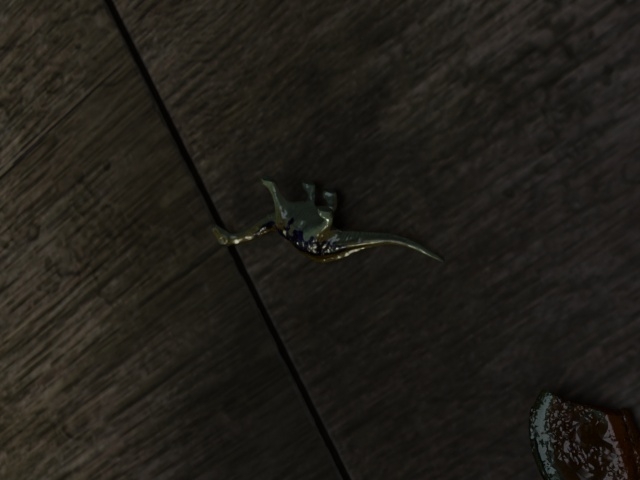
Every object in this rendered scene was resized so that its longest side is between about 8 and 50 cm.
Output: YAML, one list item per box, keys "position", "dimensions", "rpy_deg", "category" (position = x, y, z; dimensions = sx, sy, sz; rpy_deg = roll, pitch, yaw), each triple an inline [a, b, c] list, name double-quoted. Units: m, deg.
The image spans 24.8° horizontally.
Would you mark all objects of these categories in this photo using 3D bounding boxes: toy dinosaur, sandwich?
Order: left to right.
- position: [-0.003, -0.014, 0.985]
  dimensions: [0.180, 0.037, 0.058]
  rpy_deg: [11, 122, 40]
  category: "toy dinosaur"
- position: [0.163, 0.134, 0.883]
  dimensions: [0.069, 0.026, 0.101]
  rpy_deg: [-32, 74, 32]
  category: "sandwich"
